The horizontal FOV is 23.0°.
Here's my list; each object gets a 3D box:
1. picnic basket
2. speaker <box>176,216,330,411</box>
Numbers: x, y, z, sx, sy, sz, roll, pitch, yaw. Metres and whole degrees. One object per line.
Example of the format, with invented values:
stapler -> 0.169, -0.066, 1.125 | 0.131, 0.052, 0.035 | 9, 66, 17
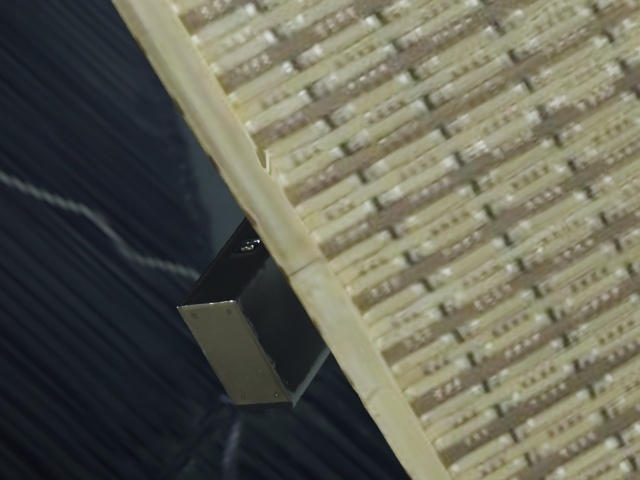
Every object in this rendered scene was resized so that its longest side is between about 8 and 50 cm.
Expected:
picnic basket -> 0.065, -0.046, 0.538 | 0.175, 0.313, 0.228 | -30, 18, 3
speaker -> 0.000, 0.000, 0.929 | 0.044, 0.082, 0.218 | -7, 34, 36
